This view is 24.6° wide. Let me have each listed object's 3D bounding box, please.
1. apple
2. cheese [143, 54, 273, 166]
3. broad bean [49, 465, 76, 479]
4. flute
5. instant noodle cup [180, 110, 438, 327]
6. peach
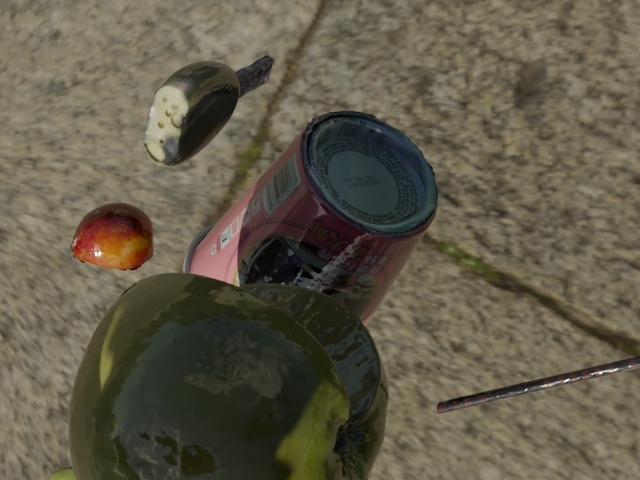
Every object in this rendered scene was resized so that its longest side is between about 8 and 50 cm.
[{"bbox_3d":[-0.078,0.158,1.335,0.254,0.292,0.292,9,91,27],"label":"apple"},{"bbox_3d":[-0.094,-0.135,1.360,0.037,0.192,0.097,28,123,15],"label":"cheese"},{"bbox_3d":[-0.256,0.271,1.590,0.083,0.045,0.063,-11,112,25],"label":"broad bean"},{"bbox_3d":[0.238,0.144,1.499,0.269,0.014,0.014,-17,100,27],"label":"flute"},{"bbox_3d":[0.000,0.000,1.590,0.244,0.255,0.244,18,48,-20],"label":"instant noodle cup"},{"bbox_3d":[-0.229,-0.012,1.622,0.098,0.098,0.061,2,121,-16],"label":"peach"}]
